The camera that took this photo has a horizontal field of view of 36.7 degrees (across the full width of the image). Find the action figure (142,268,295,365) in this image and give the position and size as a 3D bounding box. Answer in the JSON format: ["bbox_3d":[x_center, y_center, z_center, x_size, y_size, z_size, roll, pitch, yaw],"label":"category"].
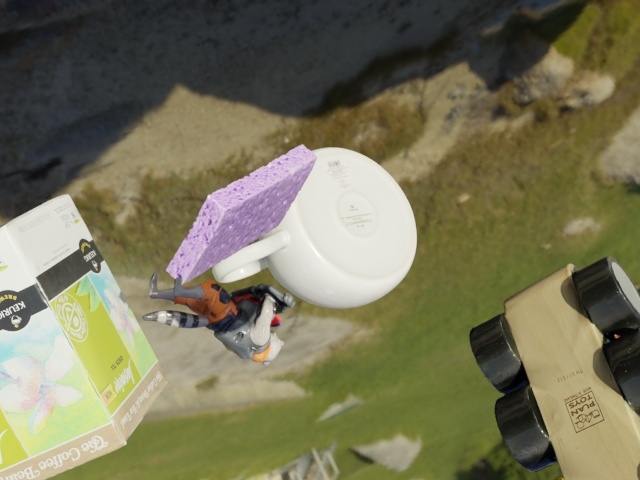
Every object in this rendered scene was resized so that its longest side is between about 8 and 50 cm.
[{"bbox_3d":[-0.234,0.181,2.144,0.330,0.178,0.341,32,149,-20],"label":"action figure"}]

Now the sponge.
[{"bbox_3d":[-0.086,-0.033,1.115,0.210,0.031,0.117,-35,162,-54],"label":"sponge"}]

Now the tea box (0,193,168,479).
[{"bbox_3d":[-0.444,0.162,1.326,0.329,0.323,0.220,-25,-170,12],"label":"tea box"}]

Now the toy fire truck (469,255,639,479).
[{"bbox_3d":[0.225,0.163,0.721,0.158,0.217,0.246,-34,138,24],"label":"toy fire truck"}]

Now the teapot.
[{"bbox_3d":[0.000,0.000,1.417,0.256,0.252,0.187,32,142,-19],"label":"teapot"}]

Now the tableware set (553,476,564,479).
[{"bbox_3d":[0.352,0.352,1.290,0.104,0.024,0.154,-63,-165,7],"label":"tableware set"}]
